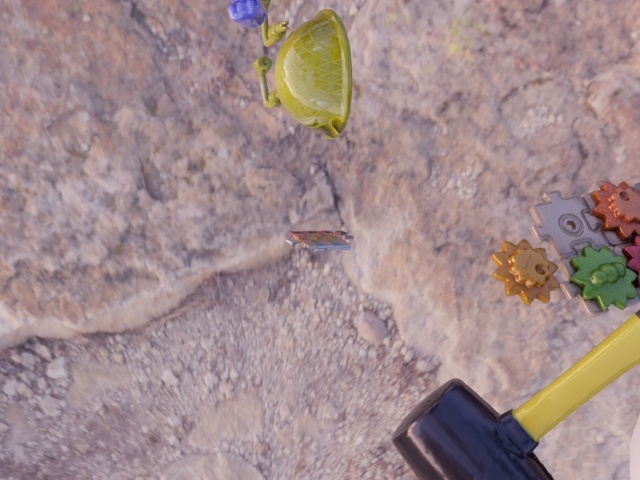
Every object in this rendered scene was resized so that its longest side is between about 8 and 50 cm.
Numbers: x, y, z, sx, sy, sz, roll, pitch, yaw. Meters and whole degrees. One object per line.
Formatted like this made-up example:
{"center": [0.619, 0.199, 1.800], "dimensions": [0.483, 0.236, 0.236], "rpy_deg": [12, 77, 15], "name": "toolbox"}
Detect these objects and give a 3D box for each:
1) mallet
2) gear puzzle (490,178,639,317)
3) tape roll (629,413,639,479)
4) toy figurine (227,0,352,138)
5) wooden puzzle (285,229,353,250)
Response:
{"center": [0.114, 0.043, 0.322], "dimensions": [0.189, 0.039, 0.062], "rpy_deg": [-36, 87, 18], "name": "mallet"}
{"center": [0.350, -0.002, 1.122], "dimensions": [0.338, 0.044, 0.175], "rpy_deg": [-12, 63, -22], "name": "gear puzzle"}
{"center": [0.304, 0.123, 0.451], "dimensions": [0.286, 0.100, 0.286], "rpy_deg": [8, 37, -6], "name": "tape roll"}
{"center": [-0.089, -0.274, 0.867], "dimensions": [0.217, 0.191, 0.363], "rpy_deg": [-12, 112, -38], "name": "toy figurine"}
{"center": [0.000, 0.000, 0.970], "dimensions": [0.083, 0.049, 0.006], "rpy_deg": [-1, 109, -26], "name": "wooden puzzle"}
